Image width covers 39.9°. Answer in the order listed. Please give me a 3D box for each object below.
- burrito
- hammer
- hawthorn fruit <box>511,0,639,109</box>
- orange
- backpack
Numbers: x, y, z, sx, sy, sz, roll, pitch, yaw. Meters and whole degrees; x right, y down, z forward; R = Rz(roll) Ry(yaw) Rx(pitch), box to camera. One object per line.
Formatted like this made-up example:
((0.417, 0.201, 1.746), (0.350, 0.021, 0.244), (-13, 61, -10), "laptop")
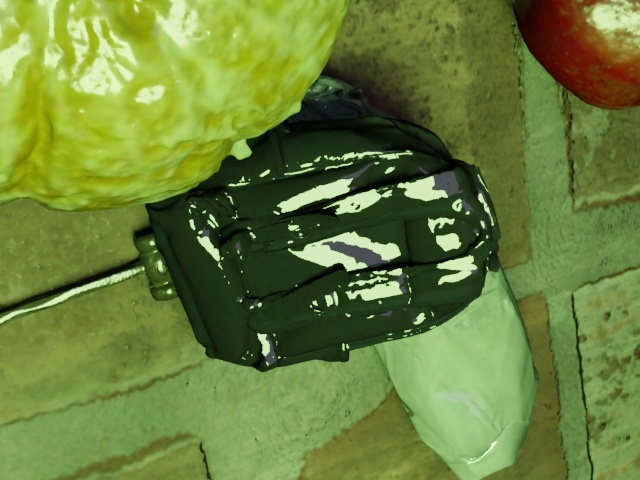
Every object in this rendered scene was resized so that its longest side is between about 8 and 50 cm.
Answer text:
((0.083, 0.020, 0.770), (0.139, 0.101, 0.445), (-33, 112, -11), "burrito")
((-0.247, 0.063, 0.671), (0.292, 0.029, 0.058), (-21, 106, -18), "hammer")
((0.251, -0.217, 0.761), (0.202, 0.185, 0.185), (28, 88, -22), "hawthorn fruit")
((-0.173, -0.126, 0.535), (0.369, 0.271, 0.210), (1, 113, -22), "orange")
((0.000, 0.000, 0.649), (0.258, 0.133, 0.206), (-10, 116, 13), "backpack")
